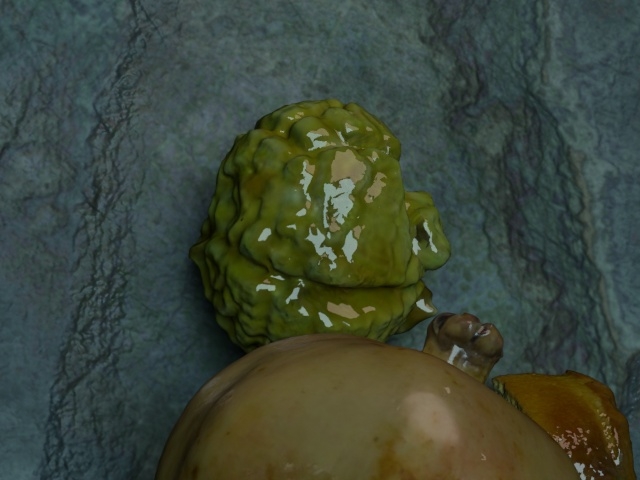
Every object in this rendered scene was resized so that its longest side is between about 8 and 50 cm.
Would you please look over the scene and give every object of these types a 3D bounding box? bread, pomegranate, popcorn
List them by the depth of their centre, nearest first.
[{"bbox_3d":[0.059,0.251,1.718,0.411,0.411,0.411,4,72,-13],"label":"pomegranate"},{"bbox_3d":[0.000,0.000,1.894,0.258,0.224,0.270,-38,105,-21],"label":"popcorn"},{"bbox_3d":[0.254,0.241,1.923,0.129,0.134,0.260,7,68,-23],"label":"bread"}]
